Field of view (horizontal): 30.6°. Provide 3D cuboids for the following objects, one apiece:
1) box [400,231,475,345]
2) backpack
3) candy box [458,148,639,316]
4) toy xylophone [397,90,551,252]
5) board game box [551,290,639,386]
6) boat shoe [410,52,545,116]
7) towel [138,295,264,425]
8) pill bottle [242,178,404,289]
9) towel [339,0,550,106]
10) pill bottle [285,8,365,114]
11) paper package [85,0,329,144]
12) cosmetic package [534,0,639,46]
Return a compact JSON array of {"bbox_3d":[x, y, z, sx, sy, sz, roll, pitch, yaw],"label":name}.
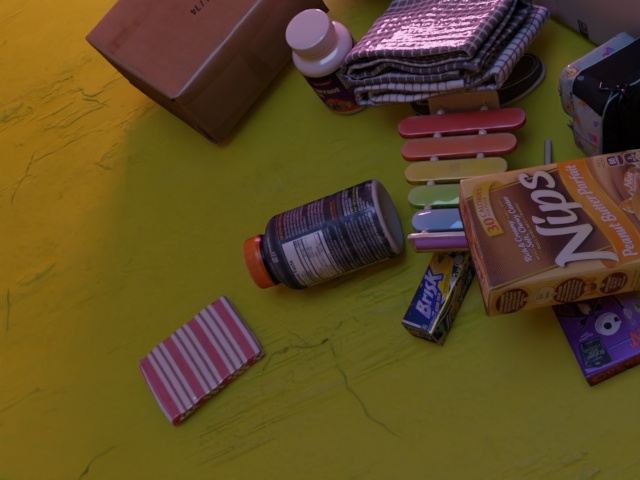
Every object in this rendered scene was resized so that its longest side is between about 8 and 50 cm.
[{"bbox_3d":[0.190,0.072,1.802,0.059,0.054,0.169,18,73,32],"label":"box"},{"bbox_3d":[0.443,-0.200,1.736,0.165,0.188,0.144,-34,47,-13],"label":"backpack"},{"bbox_3d":[0.365,-0.017,1.628,0.316,0.088,0.183,-10,59,-2],"label":"candy box"},{"bbox_3d":[0.242,-0.102,1.812,0.236,0.081,0.323,-9,49,13],"label":"toy xylophone"},{"bbox_3d":[0.498,0.043,1.670,0.346,0.056,0.208,-28,60,11],"label":"board game box"},{"bbox_3d":[0.256,-0.257,1.930,0.227,0.069,0.081,-20,57,16],"label":"boat shoe"},{"bbox_3d":[-0.200,0.198,1.951,0.197,0.029,0.144,-38,54,1],"label":"towel"},{"bbox_3d":[0.000,0.000,1.887,0.245,0.130,0.131,-19,58,16],"label":"pill bottle"},{"bbox_3d":[0.197,-0.331,1.895,0.283,0.121,0.235,-1,39,42],"label":"towel"},{"bbox_3d":[0.017,-0.306,1.998,0.108,0.193,0.108,-12,60,21],"label":"pill bottle"},{"bbox_3d":[-0.210,-0.393,2.153,0.309,0.168,0.325,36,85,35],"label":"paper package"},{"bbox_3d":[0.490,-0.391,1.789,0.156,0.217,0.385,-41,52,-5],"label":"cosmetic package"}]
